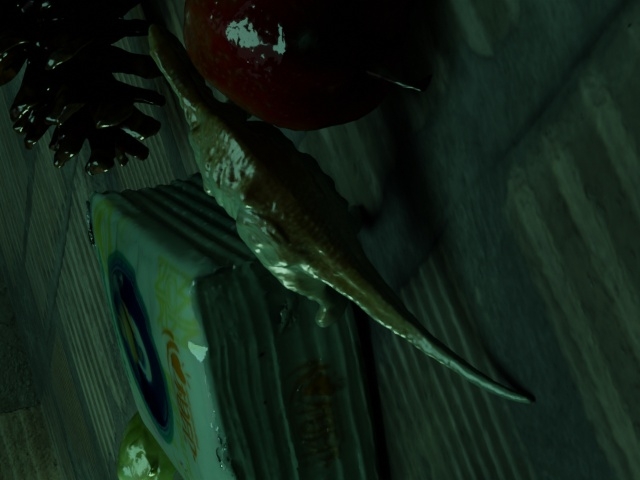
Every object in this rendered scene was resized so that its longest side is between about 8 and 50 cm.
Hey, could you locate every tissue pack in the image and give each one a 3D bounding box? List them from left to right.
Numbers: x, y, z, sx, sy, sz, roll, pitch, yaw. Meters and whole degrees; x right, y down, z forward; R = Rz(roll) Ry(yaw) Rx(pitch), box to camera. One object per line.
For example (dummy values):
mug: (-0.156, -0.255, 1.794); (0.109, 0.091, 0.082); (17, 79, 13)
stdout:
tissue pack: (-0.093, 0.102, 1.290); (0.388, 0.162, 0.287); (-151, 47, -64)

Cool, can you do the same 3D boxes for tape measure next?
tape measure: (-0.322, -0.016, 1.990); (0.091, 0.054, 0.094); (118, 137, -71)

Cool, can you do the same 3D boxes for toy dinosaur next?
toy dinosaur: (0.000, 0.000, 0.978); (0.393, 0.092, 0.205); (52, 179, 31)

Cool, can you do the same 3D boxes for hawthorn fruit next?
hawthorn fruit: (-0.001, -0.147, 0.904); (0.194, 0.157, 0.157); (38, 141, 33)

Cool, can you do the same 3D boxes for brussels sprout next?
brussels sprout: (-0.176, 0.244, 1.646); (0.151, 0.149, 0.122); (34, 120, 40)

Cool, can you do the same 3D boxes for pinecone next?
pinecone: (-0.296, -0.218, 1.526); (0.309, 0.244, 0.244); (56, 159, 0)

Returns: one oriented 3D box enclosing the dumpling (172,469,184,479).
dumpling: (-0.108, 0.300, 1.513); (0.188, 0.127, 0.108); (48, 160, 47)
